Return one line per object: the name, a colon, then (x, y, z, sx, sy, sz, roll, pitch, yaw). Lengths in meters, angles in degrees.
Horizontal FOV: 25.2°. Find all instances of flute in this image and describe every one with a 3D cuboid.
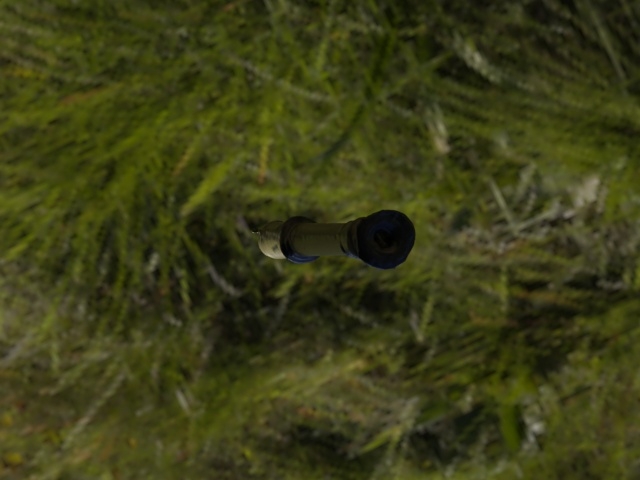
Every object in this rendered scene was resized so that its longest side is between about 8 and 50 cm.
flute: (0.000, 0.000, 0.694, 0.027, 0.027, 0.233, -27, -175, -12)
